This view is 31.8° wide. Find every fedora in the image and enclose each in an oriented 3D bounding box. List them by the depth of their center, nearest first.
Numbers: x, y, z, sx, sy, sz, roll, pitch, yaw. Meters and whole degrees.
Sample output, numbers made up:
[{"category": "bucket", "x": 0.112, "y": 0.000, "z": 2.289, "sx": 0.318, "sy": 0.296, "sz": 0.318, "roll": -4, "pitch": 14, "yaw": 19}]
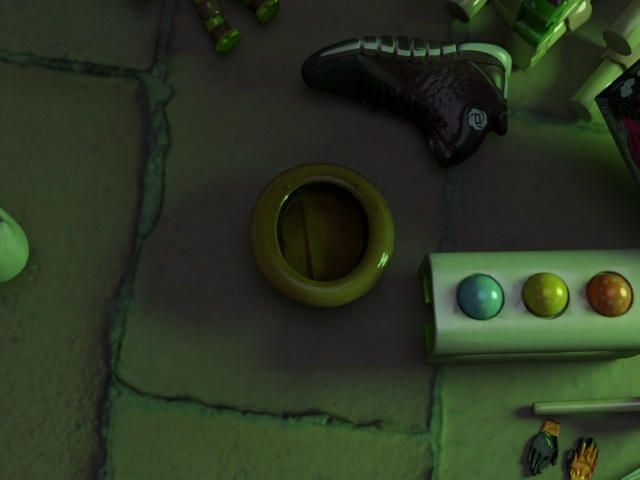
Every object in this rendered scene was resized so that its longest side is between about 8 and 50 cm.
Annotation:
[{"category": "fedora", "x": 0.000, "y": 0.000, "z": 1.410, "sx": 0.194, "sy": 0.079, "sz": 0.194, "roll": 2, "pitch": 66, "yaw": -4}]

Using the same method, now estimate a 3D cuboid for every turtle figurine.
[{"category": "turtle figurine", "x": -0.173, "y": -0.355, "z": 1.502, "sx": 0.269, "sy": 0.087, "sz": 0.217, "roll": -38, "pitch": 87, "yaw": -23}]

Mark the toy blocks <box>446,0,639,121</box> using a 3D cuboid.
[{"category": "toy blocks", "x": 0.340, "y": -0.373, "z": 1.446, "sx": 0.309, "sy": 0.288, "sz": 0.260, "roll": 40, "pitch": 80, "yaw": 10}]

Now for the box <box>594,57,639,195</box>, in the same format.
[{"category": "box", "x": 0.471, "y": -0.111, "z": 1.351, "sx": 0.163, "sy": 0.142, "sz": 0.247, "roll": -40, "pitch": 115, "yaw": -17}]

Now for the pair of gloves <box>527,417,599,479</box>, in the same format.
[{"category": "pair of gloves", "x": 0.300, "y": 0.266, "z": 1.388, "sx": 0.083, "sy": 0.010, "sz": 0.074, "roll": 24, "pitch": 73, "yaw": 4}]

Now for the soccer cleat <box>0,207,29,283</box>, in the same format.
[{"category": "soccer cleat", "x": -0.499, "y": -0.060, "z": 1.355, "sx": 0.331, "sy": 0.143, "sz": 0.116, "roll": 27, "pitch": 73, "yaw": 4}]

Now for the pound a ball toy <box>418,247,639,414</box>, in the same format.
[{"category": "pound a ball toy", "x": 0.289, "y": 0.115, "z": 1.369, "sx": 0.319, "sy": 0.136, "sz": 0.208, "roll": -1, "pitch": 73, "yaw": -4}]

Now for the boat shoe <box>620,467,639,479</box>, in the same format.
[{"category": "boat shoe", "x": 0.399, "y": 0.316, "z": 1.341, "sx": 0.258, "sy": 0.084, "sz": 0.095, "roll": -30, "pitch": 77, "yaw": -12}]

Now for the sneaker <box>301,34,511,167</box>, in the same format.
[{"category": "sneaker", "x": 0.119, "y": -0.173, "z": 1.462, "sx": 0.281, "sy": 0.106, "sz": 0.163, "roll": -2, "pitch": 76, "yaw": -6}]
